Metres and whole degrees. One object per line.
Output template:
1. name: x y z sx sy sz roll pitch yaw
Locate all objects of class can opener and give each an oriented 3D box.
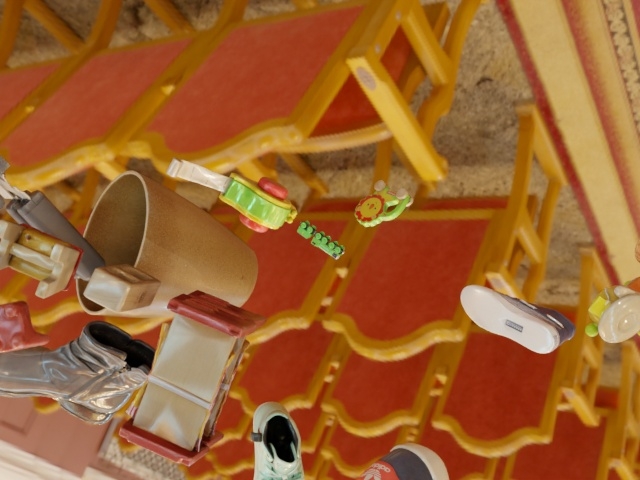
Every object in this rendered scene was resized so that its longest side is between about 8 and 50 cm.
1. can opener: -0.445 -0.029 1.122 0.076 0.095 0.283 4 138 46

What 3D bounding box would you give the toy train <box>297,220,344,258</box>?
1. toy train: 0.000 0.000 1.137 0.083 0.017 0.023 36 116 18

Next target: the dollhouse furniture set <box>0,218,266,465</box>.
1. dollhouse furniture set: -0.287 0.134 1.063 0.374 0.201 0.152 23 -177 6

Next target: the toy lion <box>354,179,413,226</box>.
1. toy lion: 0.117 -0.065 1.476 0.100 0.096 0.034 25 165 47

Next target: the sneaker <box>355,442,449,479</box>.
1. sneaker: 0.114 0.468 1.049 0.148 0.350 0.131 -12 180 -40

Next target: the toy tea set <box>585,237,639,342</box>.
1. toy tea set: 0.524 0.011 1.131 0.200 0.124 0.336 21 112 -30

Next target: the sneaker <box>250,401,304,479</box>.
1. sneaker: -0.071 0.413 1.307 0.094 0.256 0.151 -10 174 -9

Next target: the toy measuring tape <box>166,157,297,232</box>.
1. toy measuring tape: -0.163 -0.091 1.585 0.121 0.121 0.330 -7 161 42

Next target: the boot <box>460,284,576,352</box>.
1. boot: 0.336 0.129 1.297 0.086 0.069 0.190 -12 -145 -44

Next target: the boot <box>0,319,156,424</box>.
1. boot: -0.467 0.206 1.379 0.338 0.118 0.223 26 130 -30

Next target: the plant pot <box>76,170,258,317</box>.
1. plant pot: -0.242 0.036 1.280 0.254 0.237 0.237 20 159 -38
